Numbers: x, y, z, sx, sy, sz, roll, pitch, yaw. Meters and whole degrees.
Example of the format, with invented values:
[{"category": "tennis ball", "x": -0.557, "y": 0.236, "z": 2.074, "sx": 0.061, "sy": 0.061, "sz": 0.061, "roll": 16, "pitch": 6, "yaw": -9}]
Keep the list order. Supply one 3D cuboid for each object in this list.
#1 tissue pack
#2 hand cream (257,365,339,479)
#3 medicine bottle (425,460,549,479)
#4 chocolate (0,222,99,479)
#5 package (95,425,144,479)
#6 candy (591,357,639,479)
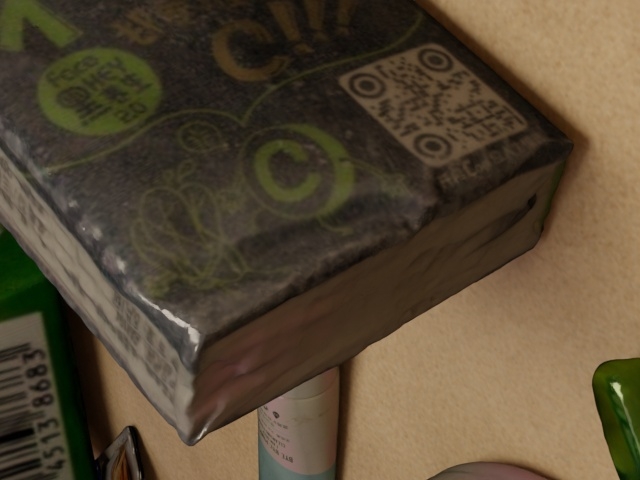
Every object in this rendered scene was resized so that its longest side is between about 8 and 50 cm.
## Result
[{"category": "tissue pack", "x": -0.079, "y": -0.099, "z": 0.790, "sx": 0.394, "sy": 0.288, "sz": 0.124, "roll": 46, "pitch": 146, "yaw": 25}, {"category": "hand cream", "x": -0.017, "y": 0.177, "z": 1.131, "sx": 0.111, "sy": 0.070, "sz": 0.312, "roll": 41, "pitch": 150, "yaw": 29}, {"category": "medicine bottle", "x": 0.058, "y": 0.325, "z": 0.866, "sx": 0.256, "sy": 0.325, "sz": 0.256, "roll": 34, "pitch": 136, "yaw": 40}, {"category": "chocolate", "x": -0.416, "y": 0.128, "z": 1.536, "sx": 0.341, "sy": 0.161, "sz": 0.360, "roll": 38, "pitch": 140, "yaw": 46}, {"category": "package", "x": -0.237, "y": 0.324, "z": 1.514, "sx": 0.173, "sy": 0.027, "sz": 0.171, "roll": -44, "pitch": 53, "yaw": 54}, {"category": "candy", "x": 0.258, "y": 0.121, "z": 0.673, "sx": 0.246, "sy": 0.069, "sz": 0.149, "roll": -18, "pitch": 93, "yaw": 63}]
